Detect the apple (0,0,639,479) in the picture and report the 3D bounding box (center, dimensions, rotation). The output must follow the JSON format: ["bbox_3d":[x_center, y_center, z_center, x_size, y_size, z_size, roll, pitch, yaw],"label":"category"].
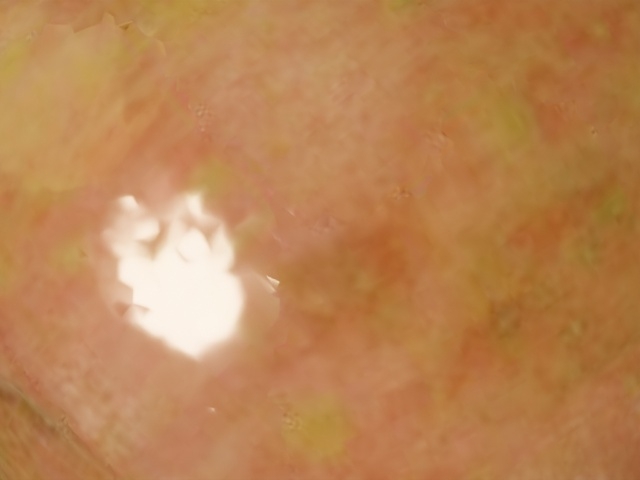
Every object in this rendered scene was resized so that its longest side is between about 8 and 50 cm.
[{"bbox_3d":[0.000,0.000,0.610,0.364,0.364,0.364,-40,26,25],"label":"apple"}]
